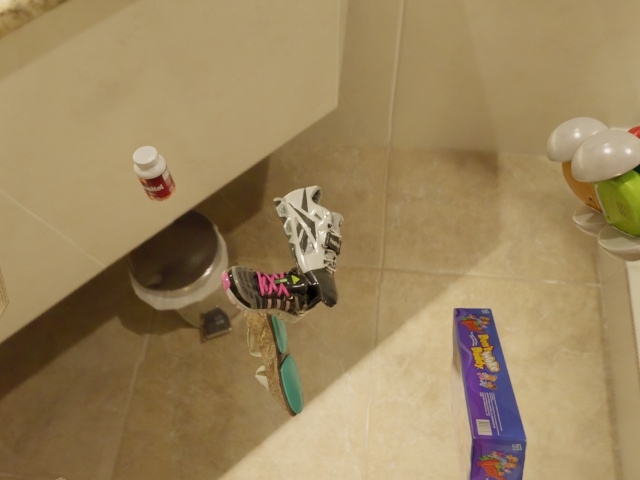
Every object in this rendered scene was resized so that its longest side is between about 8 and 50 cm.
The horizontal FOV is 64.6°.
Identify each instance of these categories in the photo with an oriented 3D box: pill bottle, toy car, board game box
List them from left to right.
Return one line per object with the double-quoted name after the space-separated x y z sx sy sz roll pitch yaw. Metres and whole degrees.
-0.460 -0.183 1.394 0.086 0.152 0.086 -2 56 2 "pill bottle"
0.296 0.317 0.938 0.078 0.233 0.347 0 26 9 "board game box"
0.372 -0.077 0.608 0.136 0.182 0.159 -26 109 14 "toy car"

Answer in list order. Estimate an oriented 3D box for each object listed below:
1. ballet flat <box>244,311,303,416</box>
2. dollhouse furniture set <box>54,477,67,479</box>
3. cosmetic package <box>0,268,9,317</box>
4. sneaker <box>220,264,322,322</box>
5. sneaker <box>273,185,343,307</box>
-0.082 0.199 0.854 0.067 0.073 0.206 -10 96 19 "ballet flat"
-0.282 0.340 0.289 0.355 0.303 0.174 -25 36 -24 "dollhouse furniture set"
-0.597 0.140 0.757 0.113 0.160 0.309 3 37 -10 "cosmetic package"
-0.058 0.063 0.684 0.075 0.170 0.063 -33 53 23 "sneaker"
0.000 0.000 1.244 0.146 0.122 0.330 -26 66 8 "sneaker"
